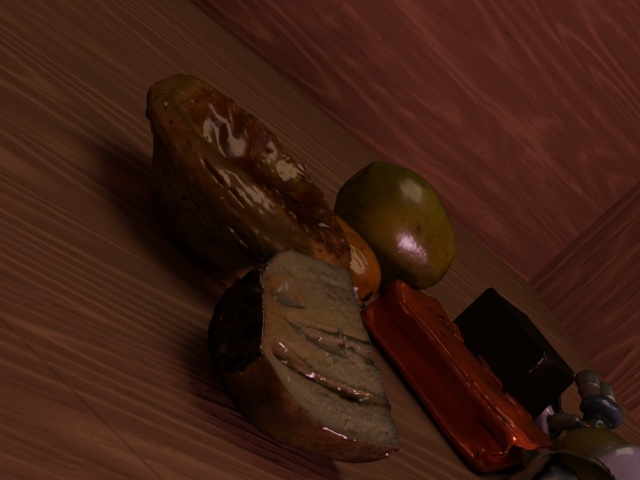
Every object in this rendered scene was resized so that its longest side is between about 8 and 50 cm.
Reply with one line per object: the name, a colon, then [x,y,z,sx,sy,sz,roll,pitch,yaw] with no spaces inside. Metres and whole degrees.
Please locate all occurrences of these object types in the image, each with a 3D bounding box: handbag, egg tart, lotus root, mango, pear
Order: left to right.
egg tart: [-0.130,-0.058,1.514,0.443,0.178,0.443,45,14,-14]
lotus root: [-0.046,0.158,1.218,0.260,0.149,0.267,21,46,-52]
mango: [-0.003,0.005,1.840,0.295,0.120,0.177,47,21,12]
pear: [0.171,-0.033,2.188,0.307,0.253,0.253,44,13,-15]
handbag: [0.269,0.268,1.885,0.410,0.116,0.303,52,14,25]

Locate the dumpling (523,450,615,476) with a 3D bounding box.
dumpling: [0.463,0.468,1.781,0.247,0.172,0.142,-38,111,-62]

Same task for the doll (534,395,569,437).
doll: [0.562,0.416,2.365,0.145,0.103,0.316,3,51,-49]

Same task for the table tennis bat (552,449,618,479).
table tennis bat: [0.419,0.448,1.517,0.224,0.054,0.369,49,-23,19]

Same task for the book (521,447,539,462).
book: [0.433,0.452,2.055,0.168,0.013,0.192,51,15,24]

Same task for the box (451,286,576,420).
box: [0.429,0.270,2.213,0.143,0.184,0.273,37,13,-35]

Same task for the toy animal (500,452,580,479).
toy animal: [0.343,0.452,1.362,0.267,0.212,0.212,46,13,3]

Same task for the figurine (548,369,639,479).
figurine: [0.581,0.418,2.010,0.224,0.205,0.382,31,39,-28]
